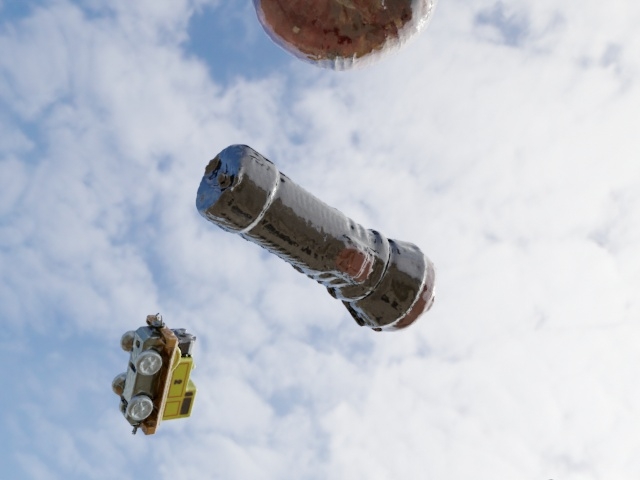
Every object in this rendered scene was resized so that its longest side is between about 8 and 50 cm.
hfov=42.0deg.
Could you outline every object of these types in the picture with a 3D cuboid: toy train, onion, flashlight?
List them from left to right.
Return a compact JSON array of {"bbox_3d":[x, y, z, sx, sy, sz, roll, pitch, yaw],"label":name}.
[{"bbox_3d":[-0.260,0.216,1.349,0.089,0.127,0.219,34,-65,49],"label":"toy train"},{"bbox_3d":[0.000,0.000,0.726,0.232,0.093,0.093,33,-44,-32],"label":"flashlight"},{"bbox_3d":[0.031,-0.330,1.055,0.246,0.190,0.246,0,-91,-3],"label":"onion"}]

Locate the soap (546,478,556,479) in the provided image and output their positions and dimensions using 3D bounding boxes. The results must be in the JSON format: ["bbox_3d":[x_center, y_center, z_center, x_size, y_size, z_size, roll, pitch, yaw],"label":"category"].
[{"bbox_3d":[0.401,0.476,1.440,0.089,0.045,0.140,54,-35,40],"label":"soap"}]
